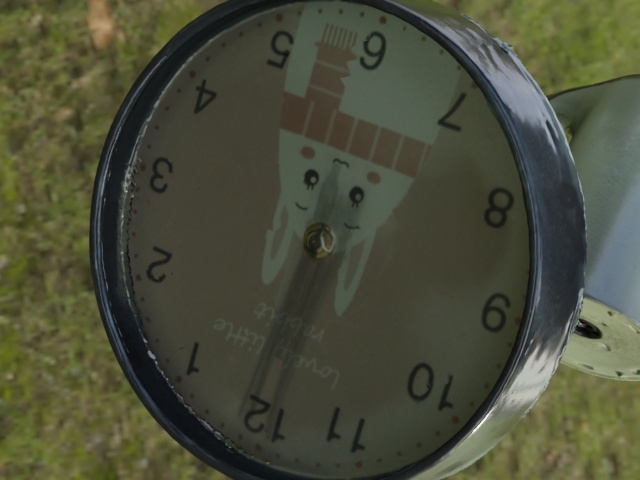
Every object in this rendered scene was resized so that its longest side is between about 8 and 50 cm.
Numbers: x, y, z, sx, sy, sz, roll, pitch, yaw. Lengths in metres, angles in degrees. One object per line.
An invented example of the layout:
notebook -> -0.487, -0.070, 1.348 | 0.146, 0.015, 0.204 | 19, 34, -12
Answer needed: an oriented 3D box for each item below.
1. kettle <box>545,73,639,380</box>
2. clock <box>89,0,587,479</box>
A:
kettle -> 0.258, -0.027, 1.428 | 0.255, 0.240, 0.165 | -64, 154, -20
clock -> 0.000, 0.000, 1.120 | 0.076, 0.386, 0.386 | -4, 84, -61
